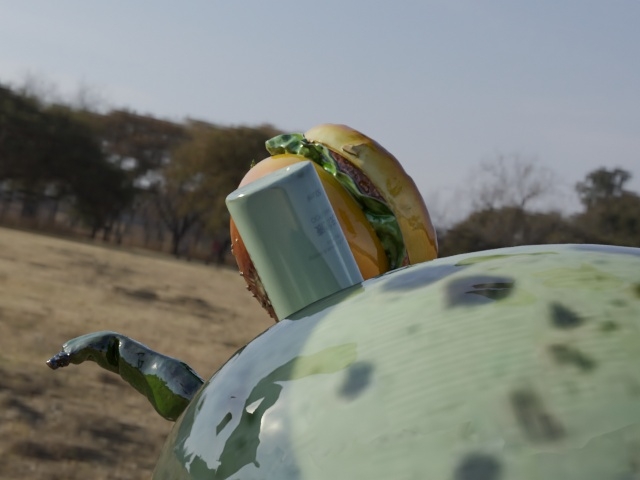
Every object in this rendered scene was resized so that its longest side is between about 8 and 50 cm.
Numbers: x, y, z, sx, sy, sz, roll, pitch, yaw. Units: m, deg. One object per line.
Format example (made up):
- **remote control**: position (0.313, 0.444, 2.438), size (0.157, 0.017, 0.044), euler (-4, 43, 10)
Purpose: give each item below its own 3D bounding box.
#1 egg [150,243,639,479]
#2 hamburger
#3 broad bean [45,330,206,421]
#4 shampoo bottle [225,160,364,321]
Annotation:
- **egg**: position (0.108, 0.143, 0.543), size (0.379, 0.288, 0.287), euler (7, -3, 20)
- **hamburger**: position (-0.001, 0.000, 1.293), size (0.170, 0.246, 0.246), euler (-33, 21, -25)
- **broad bean**: position (-0.163, 0.129, 1.140), size (0.195, 0.061, 0.046), euler (18, -37, 18)
- **shampoo bottle**: position (0.009, 0.053, 0.686), size (0.056, 0.195, 0.056), euler (-24, 10, 4)
